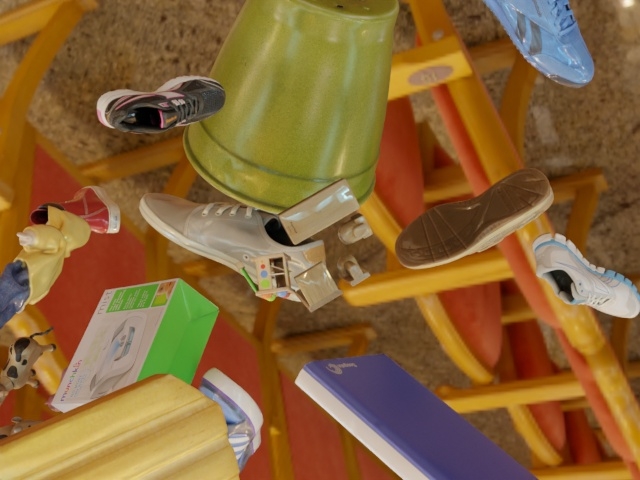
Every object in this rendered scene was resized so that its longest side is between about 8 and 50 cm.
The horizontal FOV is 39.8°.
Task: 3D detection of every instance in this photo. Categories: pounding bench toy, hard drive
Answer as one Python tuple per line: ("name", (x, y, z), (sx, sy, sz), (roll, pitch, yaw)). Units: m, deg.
("pounding bench toy", (-0.086, 0.059, 1.339), (0.083, 0.065, 0.052), (-9, 169, 9))
("hard drive", (0.141, 0.259, 1.145), (0.210, 0.319, 0.040), (5, 117, -56))

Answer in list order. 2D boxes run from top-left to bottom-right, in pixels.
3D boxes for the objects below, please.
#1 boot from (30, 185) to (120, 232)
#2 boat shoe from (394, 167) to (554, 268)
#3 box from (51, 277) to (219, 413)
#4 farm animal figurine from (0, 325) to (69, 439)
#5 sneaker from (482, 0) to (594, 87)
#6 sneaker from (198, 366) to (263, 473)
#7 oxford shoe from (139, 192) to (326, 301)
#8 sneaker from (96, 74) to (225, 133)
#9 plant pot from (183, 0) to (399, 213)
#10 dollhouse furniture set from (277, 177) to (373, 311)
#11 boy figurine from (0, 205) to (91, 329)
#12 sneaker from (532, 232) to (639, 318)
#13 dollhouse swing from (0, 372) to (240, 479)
("boot", (-0.562, -0.070, 1.961), (0.176, 0.244, 0.088), (-2, 104, -28))
("boat shoe", (0.319, -0.026, 1.814), (0.341, 0.121, 0.110), (-25, 154, 15))
("box", (-0.348, 0.221, 1.682), (0.231, 0.262, 0.127), (-8, 140, 38))
("farm animal figurine", (-0.633, 0.393, 1.855), (0.327, 0.330, 0.172), (-36, 162, 5))
("sneaker", (0.252, -0.268, 1.007), (0.209, 0.069, 0.082), (52, 142, 0))
("sneaker", (-0.231, 0.409, 1.703), (0.130, 0.236, 0.322), (33, 152, 23))
("oxford shoe", (-0.168, -0.021, 1.761), (0.449, 0.169, 0.130), (24, 111, 26))
("sneaker", (-0.211, -0.176, 1.218), (0.178, 0.077, 0.072), (-18, 123, -21))
("plant pot", (-0.027, -0.290, 1.544), (0.367, 0.366, 0.353), (13, 126, -9))
("dollhouse furniture set", (0.000, 0.000, 1.378), (0.144, 0.123, 0.151), (-30, 102, -6))
("boy figurine", (-0.476, 0.035, 1.449), (0.092, 0.285, 0.177), (24, 136, 5))
("sneaker", (0.384, 0.073, 1.291), (0.191, 0.083, 0.071), (30, 136, -9))
("dollhouse swing", (-0.130, 0.274, 0.569), (0.305, 0.346, 0.315), (-17, -176, -25))
